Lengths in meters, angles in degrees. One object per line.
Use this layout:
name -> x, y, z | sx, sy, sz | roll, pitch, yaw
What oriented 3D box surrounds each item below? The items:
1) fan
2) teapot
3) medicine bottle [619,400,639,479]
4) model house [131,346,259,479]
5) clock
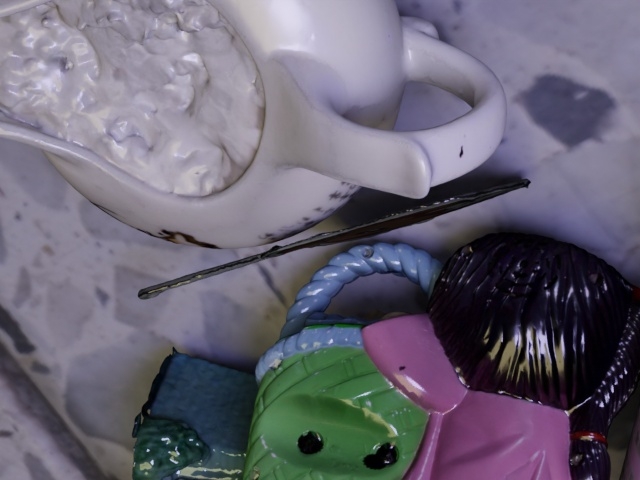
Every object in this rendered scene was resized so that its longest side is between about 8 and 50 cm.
fan -> 0.000, 0.000, 0.941 | 0.220, 0.132, 0.009 | -16, 87, 24
teapot -> -0.050, -0.087, 0.880 | 0.299, 0.166, 0.208 | 14, 114, 31
medicine bottle -> 0.240, 0.099, 0.889 | 0.178, 0.178, 0.291 | 13, 121, 10
model house -> -0.027, 0.143, 1.042 | 0.148, 0.119, 0.148 | 6, 120, 5
clock -> 0.061, 0.085, 0.938 | 0.194, 0.195, 0.100 | 14, 160, 19
